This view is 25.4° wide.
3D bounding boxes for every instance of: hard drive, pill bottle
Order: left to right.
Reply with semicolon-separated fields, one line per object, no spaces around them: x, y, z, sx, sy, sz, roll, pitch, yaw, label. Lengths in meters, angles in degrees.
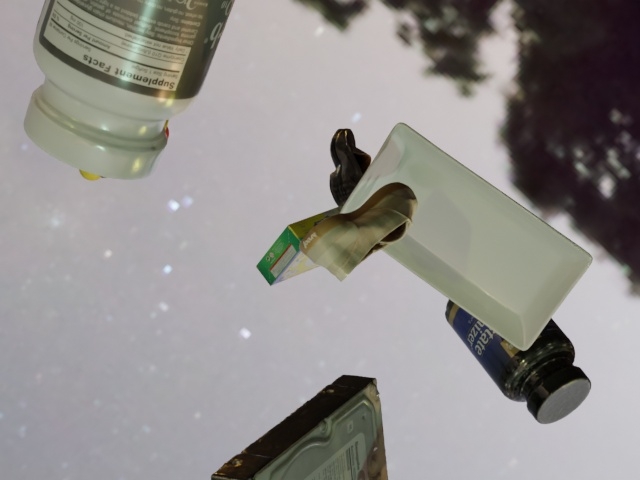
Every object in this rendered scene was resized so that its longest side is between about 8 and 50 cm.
-0.216;-0.271;1.670;0.210;0.363;0.210;20;-158;-8;pill bottle
-0.013;0.343;1.844;0.064;0.237;0.339;3;-163;29;hard drive
0.282;0.149;2.011;0.122;0.123;0.219;16;-151;-49;pill bottle

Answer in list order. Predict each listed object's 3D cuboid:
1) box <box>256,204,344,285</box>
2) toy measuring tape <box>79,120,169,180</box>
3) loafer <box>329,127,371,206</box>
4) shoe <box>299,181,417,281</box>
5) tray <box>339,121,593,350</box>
0.000;0.000;2.047;0.179;0.105;0.043;-24;-110;-45;box
-0.240;-0.219;2.074;0.121;0.330;0.121;37;178;2;toy measuring tape
0.052;-0.118;2.207;0.170;0.061;0.062;-91;-24;-45;loafer
0.052;-0.006;1.493;0.058;0.076;0.219;43;-150;12;shoe
0.166;-0.007;1.627;0.270;0.145;0.030;36;-154;8;tray
